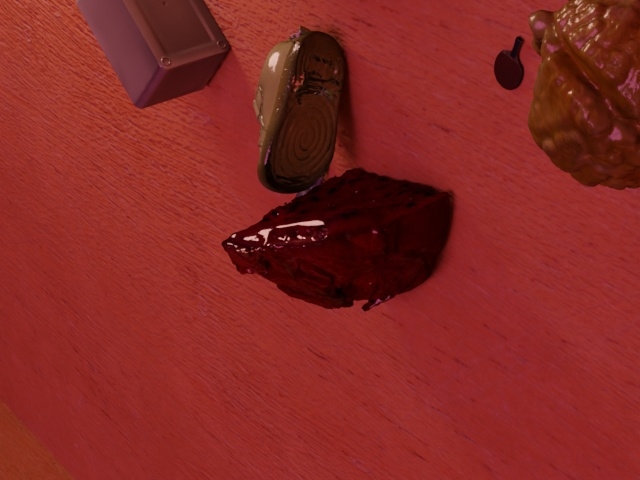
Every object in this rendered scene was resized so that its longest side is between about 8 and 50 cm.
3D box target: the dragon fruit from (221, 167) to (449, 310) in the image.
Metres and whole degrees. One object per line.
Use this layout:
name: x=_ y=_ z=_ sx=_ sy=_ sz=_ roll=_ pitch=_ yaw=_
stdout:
dragon fruit: x=0.000 y=0.000 z=2.016 sx=0.302 sy=0.330 sz=0.240 roll=103 pitch=154 yaw=-45

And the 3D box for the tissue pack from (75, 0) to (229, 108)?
tissue pack: x=-0.299 y=-0.386 z=2.278 sx=0.246 sy=0.159 sz=0.136 roll=61 pitch=145 yaw=10

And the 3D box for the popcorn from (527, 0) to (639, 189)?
popcorn: x=0.348 y=-0.184 z=1.456 sx=0.258 sy=0.224 sz=0.270 roll=26 pitch=136 yaw=54

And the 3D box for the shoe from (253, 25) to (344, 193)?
shoe: x=-0.032 y=-0.205 z=2.030 sx=0.128 sy=0.140 sz=0.262 roll=34 pitch=114 yaw=63

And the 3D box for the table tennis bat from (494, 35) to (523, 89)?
table tennis bat: x=0.258 y=-0.240 z=1.731 sx=0.050 sy=0.007 sz=0.083 roll=47 pitch=144 yaw=27

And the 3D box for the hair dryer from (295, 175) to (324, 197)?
hair dryer: x=-0.001 y=-0.094 z=2.161 sx=0.063 sy=0.037 sz=0.114 roll=39 pitch=131 yaw=31
